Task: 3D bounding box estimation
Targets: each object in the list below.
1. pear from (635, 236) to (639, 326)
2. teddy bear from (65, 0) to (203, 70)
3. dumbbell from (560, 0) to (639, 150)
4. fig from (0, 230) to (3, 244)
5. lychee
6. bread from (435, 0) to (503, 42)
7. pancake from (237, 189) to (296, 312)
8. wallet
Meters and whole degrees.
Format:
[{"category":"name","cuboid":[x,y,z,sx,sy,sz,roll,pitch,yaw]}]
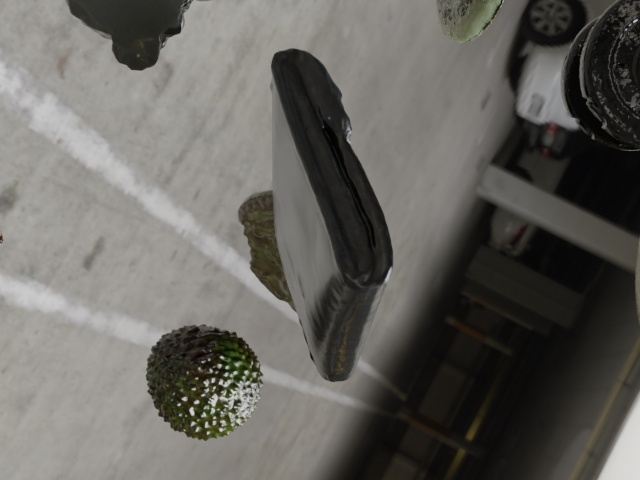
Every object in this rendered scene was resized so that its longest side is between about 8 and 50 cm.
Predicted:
[{"category":"pear","cuboid":[0.439,0.043,0.912,0.294,0.294,0.294,-60,171,-16]},{"category":"teddy bear","cuboid":[-0.158,-0.300,0.970,0.251,0.144,0.171,-80,-173,-56]},{"category":"dumbbell","cuboid":[0.303,-0.153,0.877,0.143,0.143,0.325,-64,176,9]},{"category":"fig","cuboid":[-0.578,0.012,1.327,0.160,0.231,0.143,110,3,-61]},{"category":"lychee","cuboid":[-0.161,0.188,1.277,0.171,0.171,0.171,-60,171,-16]},{"category":"bread","cuboid":[0.222,-0.419,1.387,0.267,0.041,0.266,-173,-90,-76]},{"category":"pancake","cuboid":[-0.024,0.026,1.324,0.042,0.222,0.236,-45,120,-37]},{"category":"wallet","cuboid":[0.001,0.000,0.965,0.062,0.228,0.406,-15,162,-8]}]
